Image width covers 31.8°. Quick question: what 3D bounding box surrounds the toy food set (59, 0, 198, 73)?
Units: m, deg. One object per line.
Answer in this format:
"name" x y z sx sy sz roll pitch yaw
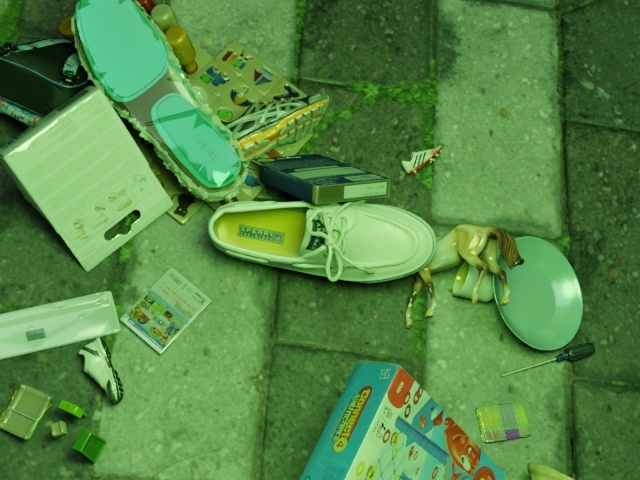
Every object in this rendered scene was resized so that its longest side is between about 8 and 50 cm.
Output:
"toy food set" -0.323 -0.355 1.947 0.232 0.104 0.111 3 65 12

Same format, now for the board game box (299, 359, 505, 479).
"board game box" 0.102 0.381 1.586 0.302 0.086 0.308 46 59 -32

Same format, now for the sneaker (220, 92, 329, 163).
"sneaker" -0.081 -0.206 1.911 0.214 0.084 0.083 -27 68 -20

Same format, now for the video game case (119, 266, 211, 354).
"video game case" -0.245 0.111 1.782 0.087 0.011 0.122 39 64 8

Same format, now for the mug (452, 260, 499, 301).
"mug" 0.264 0.066 1.874 0.064 0.062 0.078 21 70 -9

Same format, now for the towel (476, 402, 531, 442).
"towel" 0.292 0.291 1.800 0.083 0.009 0.060 -5 66 -14

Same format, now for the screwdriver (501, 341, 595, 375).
"screwdriver" 0.378 0.201 1.852 0.169 0.024 0.025 -18 41 -16

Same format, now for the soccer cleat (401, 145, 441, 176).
"soccer cleat" 0.179 -0.147 1.973 0.083 0.029 0.036 -38 81 -19

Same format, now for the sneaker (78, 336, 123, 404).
"sneaker" -0.334 0.204 1.713 0.043 0.040 0.109 -25 68 -3

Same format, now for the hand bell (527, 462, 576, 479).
"hand bell" 0.318 0.471 1.687 0.126 0.126 0.242 29 77 3

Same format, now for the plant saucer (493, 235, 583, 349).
"plant saucer" 0.352 0.091 1.869 0.194 0.037 0.195 11 68 -30

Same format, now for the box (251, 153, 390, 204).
"box" -0.005 -0.102 1.835 0.136 0.225 0.037 -8 109 -30

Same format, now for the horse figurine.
"horse figurine" 0.214 0.036 1.823 0.263 0.066 0.175 -17 61 28

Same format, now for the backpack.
"backpack" -0.441 -0.266 1.861 0.158 0.117 0.173 24 27 9

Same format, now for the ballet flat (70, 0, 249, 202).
"ballet flat" -0.271 -0.225 1.833 0.147 0.147 0.409 -34 88 -22

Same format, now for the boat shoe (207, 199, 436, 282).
"boat shoe" 0.000 -0.009 1.761 0.366 0.156 0.136 9 91 4

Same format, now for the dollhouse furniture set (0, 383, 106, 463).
"dollhouse furniture set" -0.396 0.276 1.671 0.151 0.058 0.076 19 69 20

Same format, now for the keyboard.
"keyboard" -0.442 0.137 1.735 0.256 0.014 0.072 -12 73 -15

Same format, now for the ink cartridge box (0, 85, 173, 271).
"ink cartridge box" -0.373 -0.099 1.788 0.189 0.066 0.232 -39 122 -18

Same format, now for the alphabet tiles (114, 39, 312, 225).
"alphabet tiles" -0.191 -0.192 1.934 0.285 0.011 0.342 38 64 7
